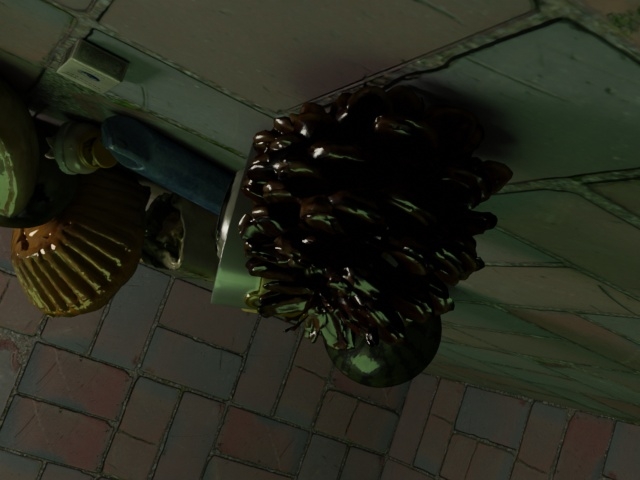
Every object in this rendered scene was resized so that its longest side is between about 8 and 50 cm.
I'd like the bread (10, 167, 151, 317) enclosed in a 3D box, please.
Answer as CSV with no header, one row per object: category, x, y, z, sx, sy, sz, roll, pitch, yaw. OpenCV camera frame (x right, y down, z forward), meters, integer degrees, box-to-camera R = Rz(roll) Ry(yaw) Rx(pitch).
bread,-0.406,-0.009,1.343,0.274,0.274,0.149,11,159,41

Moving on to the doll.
doll,-0.327,-0.130,1.125,0.127,0.073,0.084,10,-162,36

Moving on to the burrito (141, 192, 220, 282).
burrito,-0.155,0.028,1.430,0.190,0.135,0.331,14,171,46

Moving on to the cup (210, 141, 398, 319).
cup,0.000,0.000,0.882,0.226,0.186,0.241,15,167,-6

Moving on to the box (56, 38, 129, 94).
box,-0.231,-0.174,0.818,0.054,0.024,0.083,27,169,-26

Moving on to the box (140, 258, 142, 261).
box,-0.388,0.002,1.818,0.111,0.111,0.177,26,168,-33

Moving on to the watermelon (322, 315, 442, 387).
watermelon,0.104,0.149,1.391,0.212,0.212,0.212,19,170,4

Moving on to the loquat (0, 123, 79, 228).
loquat,-0.476,-0.106,1.232,0.227,0.179,0.179,20,170,12

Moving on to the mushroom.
mushroom,-0.494,-0.183,1.028,0.291,0.212,0.217,10,-144,-9

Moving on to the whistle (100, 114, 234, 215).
whistle,-0.158,-0.078,1.086,0.062,0.062,0.304,9,165,47

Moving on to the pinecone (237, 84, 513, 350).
pinecone,0.036,-0.010,0.662,0.221,0.222,0.221,19,170,4
